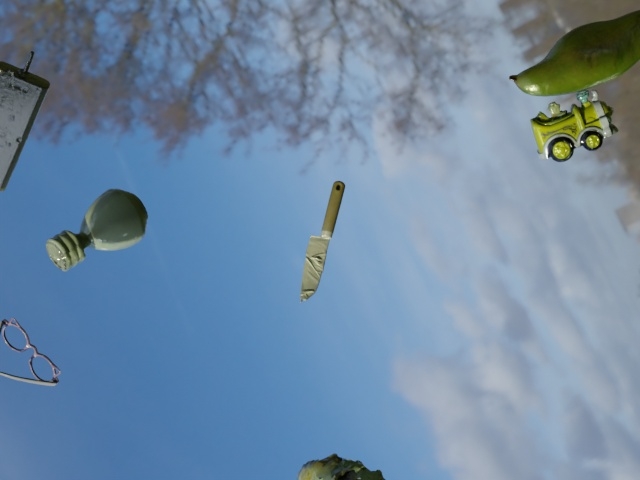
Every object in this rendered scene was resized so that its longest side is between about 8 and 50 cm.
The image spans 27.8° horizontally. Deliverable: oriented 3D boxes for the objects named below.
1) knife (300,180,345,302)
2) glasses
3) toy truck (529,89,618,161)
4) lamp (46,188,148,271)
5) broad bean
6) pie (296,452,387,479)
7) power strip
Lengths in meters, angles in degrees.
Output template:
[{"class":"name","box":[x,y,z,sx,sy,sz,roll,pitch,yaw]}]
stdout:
[{"class":"knife","box":[0.000,0.001,2.624,0.017,0.047,0.298,112,173,-61]},{"class":"glasses","box":[-0.508,0.205,2.120,0.140,0.062,0.104,51,-142,1]},{"class":"toy truck","box":[0.329,-0.151,1.684,0.076,0.111,0.077,-68,-43,-79]},{"class":"lamp","box":[-0.380,-0.018,2.216,0.193,0.106,0.106,-32,-82,-34]},{"class":"broad bean","box":[0.366,-0.232,1.494,0.067,0.325,0.075,140,111,-79]},{"class":"pie","box":[0.070,0.448,1.420,0.418,0.180,0.395,-151,62,-67]},{"class":"power strip","box":[-0.525,-0.201,2.150,0.092,0.268,0.034,22,-152,-15]}]
